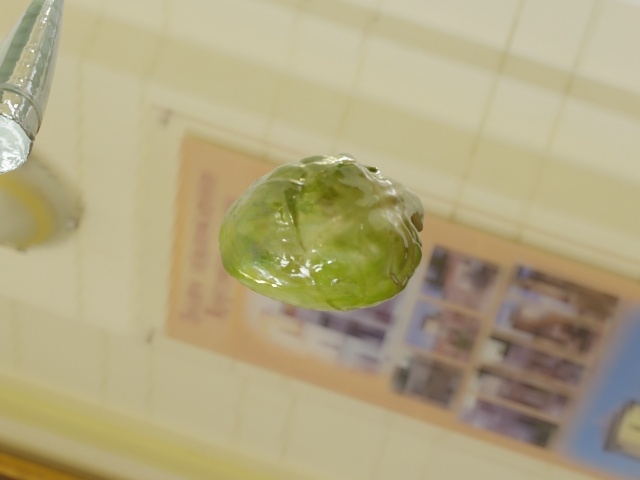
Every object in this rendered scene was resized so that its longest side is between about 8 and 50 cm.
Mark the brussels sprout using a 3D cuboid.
[{"bbox_3d":[0.000,0.000,1.947,0.223,0.223,0.161,100,166,-65],"label":"brussels sprout"}]

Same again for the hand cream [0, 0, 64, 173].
[{"bbox_3d":[-0.208,-0.120,1.320,0.205,0.050,0.078,-83,15,-55],"label":"hand cream"}]
